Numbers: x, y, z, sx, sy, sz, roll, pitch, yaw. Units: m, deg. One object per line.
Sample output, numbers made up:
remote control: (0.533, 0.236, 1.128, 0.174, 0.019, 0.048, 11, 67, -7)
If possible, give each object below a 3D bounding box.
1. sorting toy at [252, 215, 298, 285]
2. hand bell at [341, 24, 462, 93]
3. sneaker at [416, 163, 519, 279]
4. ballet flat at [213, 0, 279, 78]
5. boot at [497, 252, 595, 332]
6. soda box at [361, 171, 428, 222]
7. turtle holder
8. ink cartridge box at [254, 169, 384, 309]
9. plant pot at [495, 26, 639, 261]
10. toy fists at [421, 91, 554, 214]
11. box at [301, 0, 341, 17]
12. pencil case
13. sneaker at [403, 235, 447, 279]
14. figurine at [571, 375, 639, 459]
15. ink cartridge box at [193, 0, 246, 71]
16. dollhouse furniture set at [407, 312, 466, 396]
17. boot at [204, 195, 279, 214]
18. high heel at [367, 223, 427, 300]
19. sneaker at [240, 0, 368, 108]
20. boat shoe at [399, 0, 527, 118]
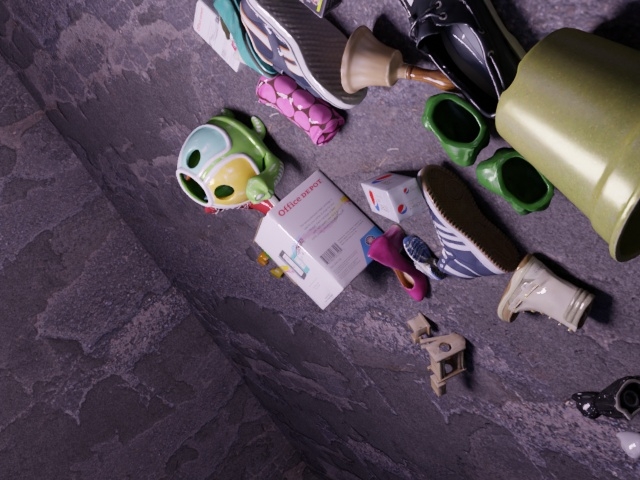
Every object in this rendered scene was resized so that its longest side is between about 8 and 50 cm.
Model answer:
sorting toy: (-0.138, 0.063, 2.197, 0.229, 0.041, 0.307, 43, 153, 7)
hand bell: (0.172, -0.302, 1.195, 0.242, 0.126, 0.126, 19, 145, 22)
sneaker: (0.275, -0.026, 1.398, 0.282, 0.099, 0.153, 47, 153, -7)
ballet flat: (-0.162, -0.439, 1.425, 0.087, 0.083, 0.247, -33, 77, 44)
boot: (0.465, 0.137, 1.372, 0.165, 0.077, 0.213, 33, 148, 22)
soda box: (0.154, -0.096, 1.414, 0.074, 0.069, 0.216, 66, 174, -13)
turtle holder: (-0.239, -0.185, 1.792, 0.320, 0.227, 0.243, 40, 152, 13)
ink cartridge box: (0.000, 0.000, 1.730, 0.270, 0.198, 0.197, 45, 155, 5)
plant pot: (0.392, -0.154, 0.903, 0.254, 0.276, 0.276, 44, 156, 31)
toy fists: (0.289, -0.151, 1.154, 0.279, 0.096, 0.142, 42, -163, 5)
box: (-0.032, -0.560, 1.154, 0.216, 0.060, 0.270, 41, 154, 9)
pencil case: (-0.049, -0.300, 1.507, 0.209, 0.095, 0.098, 42, 118, 15)
sneaker: (0.244, 0.048, 1.603, 0.135, 0.052, 0.058, 48, 158, -1)
figurine: (0.671, 0.397, 1.431, 0.215, 0.092, 0.209, 43, 161, 6)
ink cartridge box: (-0.216, -0.484, 1.526, 0.150, 0.063, 0.109, 46, 154, 3)
dollhouse furniture set: (0.326, 0.305, 1.831, 0.182, 0.101, 0.161, 77, 166, -46)
boot: (-0.243, -0.104, 1.970, 0.244, 0.176, 0.088, 37, 151, 15)
high heel: (0.191, 0.085, 1.653, 0.082, 0.117, 0.244, 19, 143, 43)
sneaker: (-0.036, -0.386, 1.331, 0.321, 0.126, 0.127, 50, 156, -3)
boat shoe: (0.204, -0.333, 1.058, 0.340, 0.113, 0.127, 51, 153, -9)
